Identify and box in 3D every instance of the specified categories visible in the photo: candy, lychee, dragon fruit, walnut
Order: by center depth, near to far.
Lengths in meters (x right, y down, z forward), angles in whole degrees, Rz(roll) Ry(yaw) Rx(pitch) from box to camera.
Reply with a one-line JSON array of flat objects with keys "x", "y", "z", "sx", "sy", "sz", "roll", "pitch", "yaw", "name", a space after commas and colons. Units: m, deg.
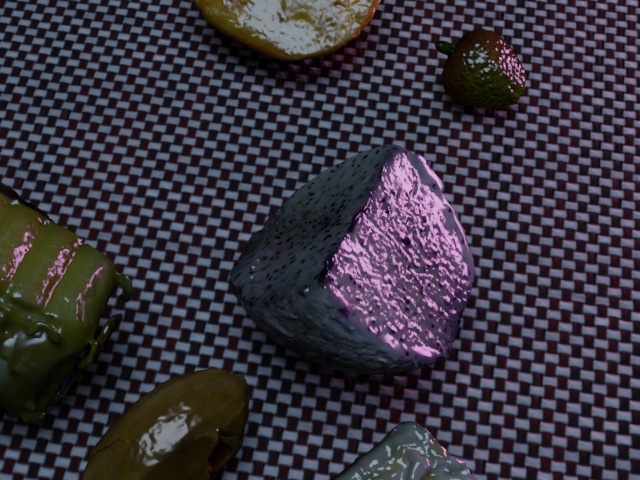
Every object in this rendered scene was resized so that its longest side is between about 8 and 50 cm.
[{"x": 0.069, "y": 0.312, "z": 1.128, "sx": 0.184, "sy": 0.195, "sz": 0.137, "roll": -36, "pitch": 72, "yaw": -24, "name": "candy"}, {"x": -0.179, "y": 0.240, "z": 1.192, "sx": 0.245, "sy": 0.137, "sz": 0.137, "roll": -36, "pitch": 67, "yaw": -15, "name": "walnut"}, {"x": 0.043, "y": 0.050, "z": 1.273, "sx": 0.221, "sy": 0.204, "sz": 0.283, "roll": 45, "pitch": 51, "yaw": -20, "name": "dragon fruit"}, {"x": 0.227, "y": -0.246, "z": 1.481, "sx": 0.146, "sy": 0.114, "sz": 0.114, "roll": 31, "pitch": 64, "yaw": 0, "name": "lychee"}]

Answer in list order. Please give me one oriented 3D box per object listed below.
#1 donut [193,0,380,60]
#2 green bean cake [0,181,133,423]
[{"x": -0.049, "y": -0.400, "z": 1.520, "sx": 0.302, "sy": 0.110, "sz": 0.303, "roll": 0, "pitch": 88, "yaw": 2, "name": "donut"}, {"x": -0.420, "y": 0.100, "z": 1.218, "sx": 0.310, "sy": 0.285, "sz": 0.202, "roll": 31, "pitch": 38, "yaw": -10, "name": "green bean cake"}]
